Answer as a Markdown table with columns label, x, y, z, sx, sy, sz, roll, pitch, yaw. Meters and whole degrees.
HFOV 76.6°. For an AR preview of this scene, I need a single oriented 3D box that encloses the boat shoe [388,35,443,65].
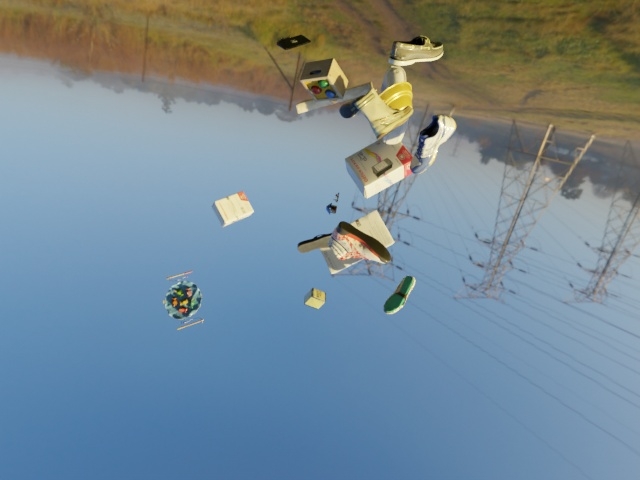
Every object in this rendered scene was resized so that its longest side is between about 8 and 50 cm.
| label | x | y | z | sx | sy | sz | roll | pitch | yaw |
| --- | --- | --- | --- | --- | --- | --- | --- | --- | --- |
| boat shoe | 0.428 | -0.836 | 1.767 | 0.304 | 0.091 | 0.109 | -23 | -133 | -26 |

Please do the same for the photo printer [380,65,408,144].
| label | x | y | z | sx | sy | sz | roll | pitch | yaw |
| --- | --- | --- | --- | --- | --- | --- | --- | --- | --- |
| photo printer | 0.360 | -0.672 | 1.999 | 0.107 | 0.308 | 0.256 | -1 | 160 | 0 |

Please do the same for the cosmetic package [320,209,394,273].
| label | x | y | z | sx | sy | sz | roll | pitch | yaw |
| --- | --- | --- | --- | --- | --- | --- | --- | --- | --- |
| cosmetic package | 0.193 | 0.012 | 2.275 | 0.384 | 0.217 | 0.156 | -29 | 173 | 6 |

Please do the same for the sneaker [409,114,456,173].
| label | x | y | z | sx | sy | sz | roll | pitch | yaw |
| --- | --- | --- | --- | --- | --- | --- | --- | --- | --- |
| sneaker | 0.481 | -0.445 | 1.857 | 0.130 | 0.297 | 0.112 | 8 | -146 | -37 |

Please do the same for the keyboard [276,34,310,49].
| label | x | y | z | sx | sy | sz | roll | pitch | yaw |
| --- | --- | --- | --- | --- | --- | --- | --- | --- | --- |
| keyboard | -0.146 | -1.020 | 2.100 | 0.100 | 0.038 | 0.192 | 43 | -127 | 15 |

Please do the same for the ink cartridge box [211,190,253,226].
| label | x | y | z | sx | sy | sz | roll | pitch | yaw |
| --- | --- | --- | --- | --- | --- | --- | --- | --- | --- |
| ink cartridge box | -0.357 | -0.128 | 1.645 | 0.135 | 0.099 | 0.056 | -27 | 178 | -34 |

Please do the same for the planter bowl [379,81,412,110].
| label | x | y | z | sx | sy | sz | roll | pitch | yaw |
| --- | --- | --- | --- | --- | --- | --- | --- | --- | --- |
| planter bowl | 0.308 | -0.531 | 1.661 | 0.217 | 0.217 | 0.090 | -10 | -119 | -48 |

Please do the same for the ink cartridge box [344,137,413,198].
| label | x | y | z | sx | sy | sz | roll | pitch | yaw |
| --- | --- | --- | --- | --- | --- | --- | --- | --- | --- |
| ink cartridge box | 0.316 | -0.402 | 2.172 | 0.306 | 0.131 | 0.226 | -29 | -116 | -3 |

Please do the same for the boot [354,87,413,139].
| label | x | y | z | sx | sy | sz | roll | pitch | yaw |
| --- | --- | --- | --- | --- | --- | --- | --- | --- | --- |
| boot | 0.233 | -0.481 | 1.472 | 0.213 | 0.165 | 0.077 | -40 | -174 | -29 |

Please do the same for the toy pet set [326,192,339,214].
| label | x | y | z | sx | sy | sz | roll | pitch | yaw |
| --- | --- | --- | --- | --- | --- | --- | --- | --- | --- |
| toy pet set | 0.069 | -0.214 | 2.431 | 0.065 | 0.122 | 0.114 | 10 | 157 | 2 |

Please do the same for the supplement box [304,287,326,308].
| label | x | y | z | sx | sy | sz | roll | pitch | yaw |
| --- | --- | --- | --- | --- | --- | --- | --- | --- | --- |
| supplement box | -0.028 | 0.298 | 2.080 | 0.083 | 0.083 | 0.056 | 23 | -139 | -20 |

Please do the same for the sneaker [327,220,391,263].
| label | x | y | z | sx | sy | sz | roll | pitch | yaw |
| --- | --- | --- | --- | --- | --- | --- | --- | --- | --- |
| sneaker | 0.160 | 0.042 | 1.739 | 0.270 | 0.145 | 0.090 | 34 | -142 | -1 |

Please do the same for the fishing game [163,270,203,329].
| label | x | y | z | sx | sy | sz | roll | pitch | yaw |
| --- | --- | --- | --- | --- | --- | --- | --- | --- | --- |
| fishing game | -0.660 | 0.282 | 1.929 | 0.189 | 0.264 | 0.041 | -15 | 166 | 4 |

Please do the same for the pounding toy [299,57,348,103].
| label | x | y | z | sx | sy | sz | roll | pitch | yaw |
| --- | --- | --- | --- | --- | --- | --- | --- | --- | --- |
| pounding toy | 0.009 | -0.582 | 1.566 | 0.181 | 0.094 | 0.206 | 7 | 163 | 33 |

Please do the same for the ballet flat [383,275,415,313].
| label | x | y | z | sx | sy | sz | roll | pitch | yaw |
| --- | --- | --- | --- | --- | --- | --- | --- | --- | --- |
| ballet flat | 0.407 | 0.286 | 2.064 | 0.091 | 0.241 | 0.077 | 34 | 164 | 27 |

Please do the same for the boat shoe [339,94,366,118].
| label | x | y | z | sx | sy | sz | roll | pitch | yaw |
| --- | --- | --- | --- | --- | --- | --- | --- | --- | --- |
| boat shoe | 0.153 | -0.593 | 1.791 | 0.072 | 0.068 | 0.190 | -44 | -159 | -19 |

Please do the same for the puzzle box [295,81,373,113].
| label | x | y | z | sx | sy | sz | roll | pitch | yaw |
| --- | --- | --- | --- | --- | --- | --- | --- | --- | --- |
| puzzle box | 0.085 | -0.789 | 2.228 | 0.408 | 0.052 | 0.272 | -10 | -159 | 15 |

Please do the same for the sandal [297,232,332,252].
| label | x | y | z | sx | sy | sz | roll | pitch | yaw |
| --- | --- | --- | --- | --- | --- | --- | --- | --- | --- |
| sandal | -0.001 | 0.000 | 2.143 | 0.254 | 0.097 | 0.055 | -11 | -131 | 4 |
